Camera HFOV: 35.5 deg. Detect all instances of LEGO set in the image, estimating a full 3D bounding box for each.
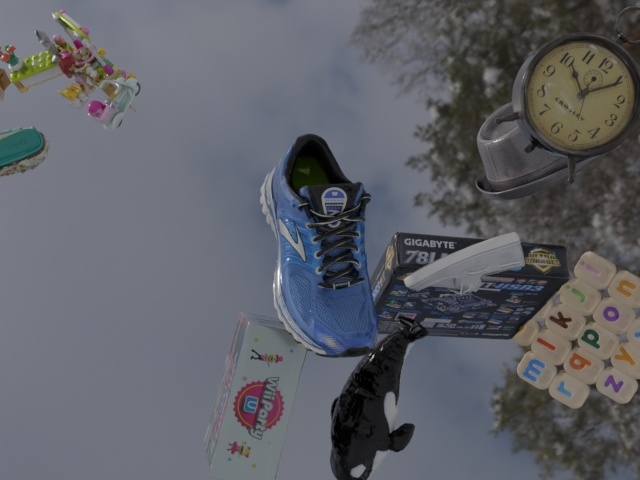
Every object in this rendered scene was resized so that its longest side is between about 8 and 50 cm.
[{"bbox_3d":[-0.370,-0.244,1.355,0.132,0.287,0.107,-64,-30,-20],"label":"LEGO set"}]

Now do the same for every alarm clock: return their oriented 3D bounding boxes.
[{"bbox_3d":[0.283,-0.167,1.061,0.129,0.192,0.064,39,-175,-4],"label":"alarm clock"}]

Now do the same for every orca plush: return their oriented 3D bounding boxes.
[{"bbox_3d":[0.079,0.254,1.574,0.151,0.287,0.102,39,-170,33],"label":"orca plush"}]

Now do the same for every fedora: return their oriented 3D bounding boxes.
[{"bbox_3d":[0.374,-0.181,1.714,0.275,0.244,0.124,-31,-74,-15],"label":"fedora"}]

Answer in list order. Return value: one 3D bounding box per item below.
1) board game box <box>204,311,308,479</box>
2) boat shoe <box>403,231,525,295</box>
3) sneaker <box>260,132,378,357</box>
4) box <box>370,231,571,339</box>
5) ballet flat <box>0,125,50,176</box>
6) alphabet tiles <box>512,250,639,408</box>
[{"bbox_3d":[-0.100,0.228,1.510,0.098,0.303,0.223,15,-93,-8],"label":"board game box"},{"bbox_3d":[0.208,0.044,1.419,0.184,0.066,0.063,-19,-95,-23],"label":"boat shoe"},{"bbox_3d":[0.000,0.000,1.303,0.130,0.147,0.330,-7,-121,-20],"label":"sneaker"},{"bbox_3d":[0.237,0.086,1.726,0.296,0.293,0.073,3,-118,-8],"label":"box"},{"bbox_3d":[-0.540,-0.113,1.560,0.241,0.077,0.091,-15,-108,-21],"label":"ballet flat"},{"bbox_3d":[0.495,0.170,1.890,0.278,0.284,0.021,30,-162,13],"label":"alphabet tiles"}]
